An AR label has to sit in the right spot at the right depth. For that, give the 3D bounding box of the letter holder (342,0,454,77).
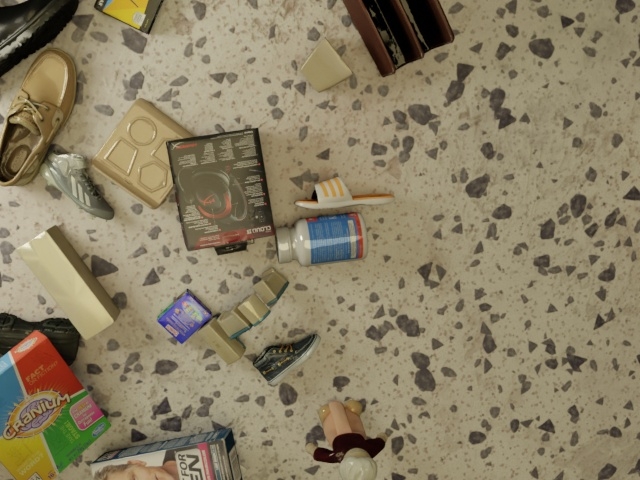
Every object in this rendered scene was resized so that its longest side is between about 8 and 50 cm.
[{"bbox_3d":[0.164,-0.560,1.598,0.152,0.214,0.302,-31,103,-3],"label":"letter holder"}]

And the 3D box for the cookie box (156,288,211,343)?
[{"bbox_3d":[-0.346,0.193,1.734,0.107,0.040,0.092,-43,103,0],"label":"cookie box"}]

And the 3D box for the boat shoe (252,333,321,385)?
[{"bbox_3d":[-0.088,0.292,1.777,0.183,0.065,0.083,-42,104,1],"label":"boat shoe"}]

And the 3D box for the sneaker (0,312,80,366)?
[{"bbox_3d":[-0.732,0.252,1.658,0.286,0.109,0.130,8,104,-8],"label":"sneaker"}]

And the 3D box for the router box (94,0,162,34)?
[{"bbox_3d":[-0.429,-0.593,1.590,0.133,0.046,0.179,24,95,-12],"label":"router box"}]

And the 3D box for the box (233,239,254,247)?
[{"bbox_3d":[-0.207,-0.027,1.730,0.067,0.018,0.083,-11,101,-7],"label":"box"}]

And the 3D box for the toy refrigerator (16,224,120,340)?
[{"bbox_3d":[-0.608,0.103,1.650,0.094,0.102,0.269,-34,103,-2],"label":"toy refrigerator"}]

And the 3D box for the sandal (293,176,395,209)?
[{"bbox_3d":[0.058,-0.124,1.720,0.265,0.102,0.076,-6,99,-16],"label":"sandal"}]

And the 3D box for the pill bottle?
[{"bbox_3d":[0.000,0.000,1.712,0.222,0.124,0.124,-7,100,-8],"label":"pill bottle"}]

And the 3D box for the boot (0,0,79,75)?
[{"bbox_3d":[-0.748,-0.522,1.510,0.348,0.131,0.260,-37,103,-1],"label":"boot"}]

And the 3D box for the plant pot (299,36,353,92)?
[{"bbox_3d":[0.008,-0.421,1.659,0.096,0.109,0.109,-37,103,11],"label":"plant pot"}]

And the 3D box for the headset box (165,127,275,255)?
[{"bbox_3d":[-0.238,-0.110,1.640,0.218,0.110,0.293,-12,100,-12],"label":"headset box"}]

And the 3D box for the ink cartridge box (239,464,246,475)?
[{"bbox_3d":[-0.286,0.639,1.807,0.104,0.060,0.180,37,93,-11],"label":"ink cartridge box"}]

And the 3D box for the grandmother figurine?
[{"bbox_3d":[0.067,0.504,1.693,0.208,0.342,0.104,-17,101,-6],"label":"grandmother figurine"}]

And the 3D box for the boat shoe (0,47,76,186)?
[{"bbox_3d":[-0.659,-0.280,1.574,0.122,0.110,0.341,20,96,-11],"label":"boat shoe"}]

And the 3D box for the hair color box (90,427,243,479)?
[{"bbox_3d":[-0.382,0.600,1.720,0.347,0.105,0.173,-12,89,5],"label":"hair color box"}]

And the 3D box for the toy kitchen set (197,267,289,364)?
[{"bbox_3d":[-0.179,0.193,1.751,0.207,0.166,0.122,-32,105,35],"label":"toy kitchen set"}]

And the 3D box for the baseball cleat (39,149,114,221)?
[{"bbox_3d":[-0.567,-0.136,1.626,0.206,0.072,0.109,35,105,-13],"label":"baseball cleat"}]

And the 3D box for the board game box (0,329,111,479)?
[{"bbox_3d":[-0.674,0.409,1.603,0.242,0.064,0.316,-43,128,-30],"label":"board game box"}]

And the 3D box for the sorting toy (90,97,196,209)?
[{"bbox_3d":[-0.422,-0.210,1.663,0.193,0.038,0.208,36,88,-12],"label":"sorting toy"}]
